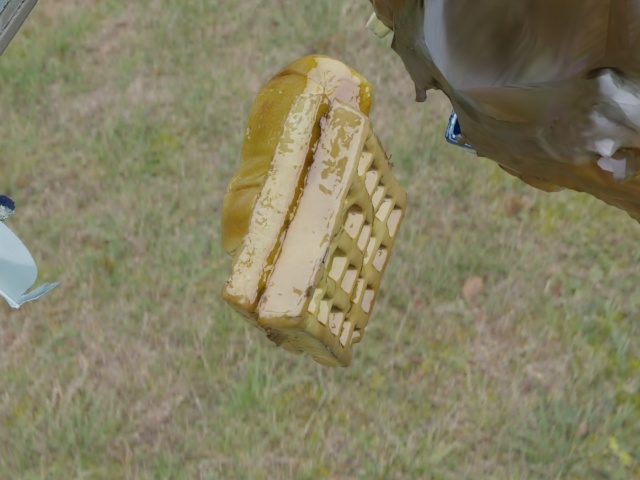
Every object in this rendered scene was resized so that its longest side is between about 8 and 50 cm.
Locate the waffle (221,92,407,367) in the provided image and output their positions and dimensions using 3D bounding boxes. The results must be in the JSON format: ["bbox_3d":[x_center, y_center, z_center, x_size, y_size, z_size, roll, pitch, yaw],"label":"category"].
[{"bbox_3d":[0.000,0.000,1.367,0.098,0.328,0.224,15,81,13],"label":"waffle"}]

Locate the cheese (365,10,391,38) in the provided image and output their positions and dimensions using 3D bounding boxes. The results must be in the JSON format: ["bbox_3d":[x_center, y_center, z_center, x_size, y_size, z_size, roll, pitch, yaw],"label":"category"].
[{"bbox_3d":[0.082,-0.287,1.719,0.041,0.060,0.084,-16,53,39],"label":"cheese"}]

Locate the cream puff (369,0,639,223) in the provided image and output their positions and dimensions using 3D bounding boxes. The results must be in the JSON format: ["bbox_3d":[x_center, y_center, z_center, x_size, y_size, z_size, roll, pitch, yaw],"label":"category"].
[{"bbox_3d":[0.136,-0.108,0.583,0.269,0.241,0.155,22,44,39],"label":"cream puff"}]

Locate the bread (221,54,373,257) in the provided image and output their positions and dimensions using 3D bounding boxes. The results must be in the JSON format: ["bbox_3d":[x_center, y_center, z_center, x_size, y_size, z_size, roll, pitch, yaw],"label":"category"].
[{"bbox_3d":[-0.037,-0.105,1.937,0.132,0.167,0.294,33,67,-34],"label":"bread"}]

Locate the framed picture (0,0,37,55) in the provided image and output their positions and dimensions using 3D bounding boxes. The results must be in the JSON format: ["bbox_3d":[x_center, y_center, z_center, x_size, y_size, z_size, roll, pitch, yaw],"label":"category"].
[{"bbox_3d":[-0.418,-0.229,1.442,0.247,0.022,0.335,46,106,29],"label":"framed picture"}]

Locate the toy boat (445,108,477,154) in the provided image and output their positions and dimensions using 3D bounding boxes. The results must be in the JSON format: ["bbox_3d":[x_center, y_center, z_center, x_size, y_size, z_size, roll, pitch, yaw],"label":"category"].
[{"bbox_3d":[0.308,-0.145,1.866,0.299,0.062,0.096,9,74,40],"label":"toy boat"}]

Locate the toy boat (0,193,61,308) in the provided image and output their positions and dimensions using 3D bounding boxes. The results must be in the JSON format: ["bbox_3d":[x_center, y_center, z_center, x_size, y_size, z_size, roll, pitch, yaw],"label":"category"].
[{"bbox_3d":[-0.457,-0.001,1.738,0.210,0.070,0.291,3,28,-30],"label":"toy boat"}]
